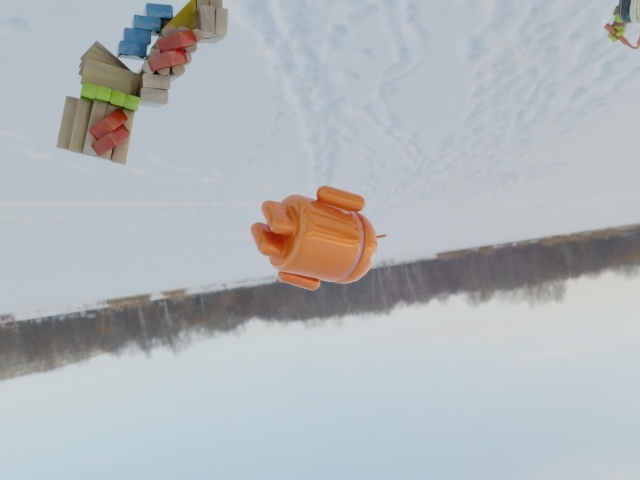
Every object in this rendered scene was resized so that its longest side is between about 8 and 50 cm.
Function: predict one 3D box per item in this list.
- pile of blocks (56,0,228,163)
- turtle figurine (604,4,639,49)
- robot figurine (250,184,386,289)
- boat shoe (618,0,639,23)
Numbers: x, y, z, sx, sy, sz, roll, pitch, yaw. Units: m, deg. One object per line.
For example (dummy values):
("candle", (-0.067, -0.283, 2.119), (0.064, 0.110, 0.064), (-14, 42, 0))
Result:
("pile of blocks", (-0.274, -0.274, 0.921), (0.149, 0.362, 0.113), (38, 171, -22))
("turtle figurine", (0.549, -0.509, 1.120), (0.087, 0.269, 0.217), (-31, -139, -12))
("robot figurine", (0.001, -0.001, 0.965), (0.219, 0.158, 0.128), (14, 169, -31))
("boat shoe", (0.495, -0.459, 0.964), (0.079, 0.233, 0.084), (0, 176, 44))
